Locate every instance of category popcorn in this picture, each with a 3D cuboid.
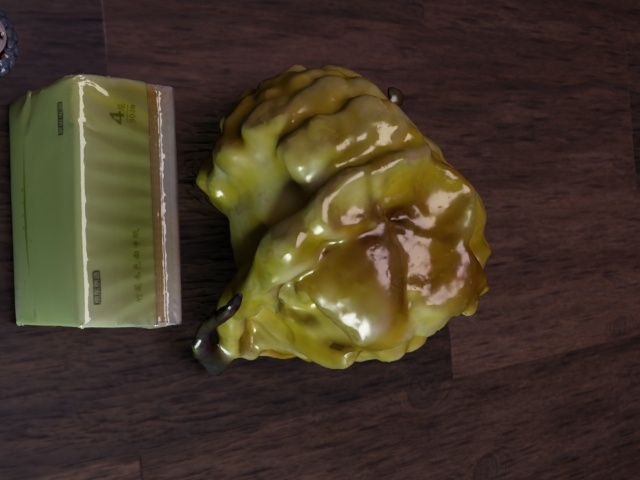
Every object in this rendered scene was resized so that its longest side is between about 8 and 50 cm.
[{"bbox_3d":[0.000,0.000,1.049,0.381,0.349,0.349,-46,118,-3],"label":"popcorn"}]

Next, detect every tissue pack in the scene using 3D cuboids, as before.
[{"bbox_3d":[-0.221,-0.032,0.930,0.125,0.159,0.234,0,88,-40],"label":"tissue pack"}]

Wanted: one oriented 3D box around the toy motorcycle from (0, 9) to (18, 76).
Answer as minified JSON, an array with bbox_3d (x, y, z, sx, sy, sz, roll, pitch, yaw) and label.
[{"bbox_3d":[-0.404,-0.156,0.831,0.298,0.089,0.171,1,88,-39],"label":"toy motorcycle"}]
